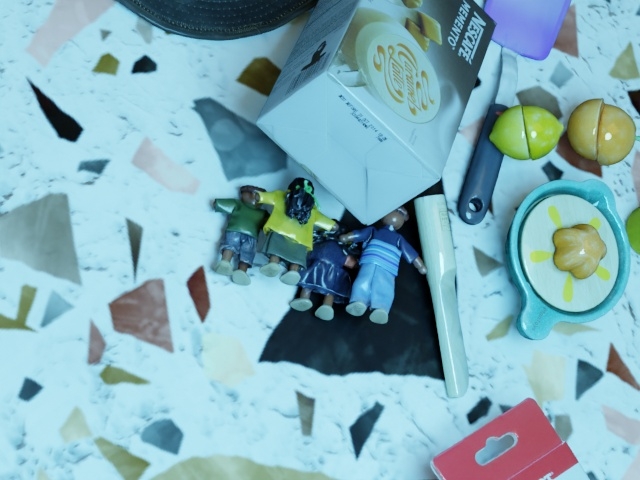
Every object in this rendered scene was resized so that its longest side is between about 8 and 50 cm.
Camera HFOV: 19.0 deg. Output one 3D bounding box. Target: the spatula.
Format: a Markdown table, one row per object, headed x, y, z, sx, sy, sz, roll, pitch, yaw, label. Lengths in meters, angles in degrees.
| x | y | z | sx | sy | sz | roll | pitch | yaw | label |
| --- | --- | --- | --- | --- | --- | --- | --- | --- | --- |
| 0.177 | -0.144 | 1.857 | 0.084 | 0.030 | 0.296 | 24 | 62 | -13 | spatula |

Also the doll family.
| x | y | z | sx | sy | sz | roll | pitch | yaw | label |
| --- | --- | --- | --- | --- | --- | --- | --- | --- | --- |
| 0.000 | 0.000 | 1.696 | 0.193 | 0.076 | 0.111 | 27 | 57 | -19 | doll family |

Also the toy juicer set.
| x | y | z | sx | sy | sz | roll | pitch | yaw | label |
| --- | --- | --- | --- | --- | --- | --- | --- | --- | --- |
| 0.210 | -0.021 | 1.772 | 0.329 | 0.089 | 0.209 | -30 | 95 | -29 | toy juicer set |

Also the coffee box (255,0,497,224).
| x | y | z | sx | sy | sz | roll | pitch | yaw | label |
| --- | --- | --- | --- | --- | --- | --- | --- | --- | --- |
| 0.055 | -0.150 | 1.710 | 0.141 | 0.098 | 0.246 | 44 | 39 | -16 | coffee box |

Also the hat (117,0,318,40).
| x | y | z | sx | sy | sz | roll | pitch | yaw | label |
| --- | --- | --- | --- | --- | --- | --- | --- | --- | --- |
| -0.096 | -0.358 | 1.759 | 0.331 | 0.134 | 0.331 | 9 | 67 | -21 | hat |

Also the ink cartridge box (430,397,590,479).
| x | y | z | sx | sy | sz | roll | pitch | yaw | label |
| --- | --- | --- | --- | --- | --- | --- | --- | --- | --- |
| 0.185 | 0.269 | 1.664 | 0.134 | 0.078 | 0.231 | -28 | 83 | -31 | ink cartridge box |
